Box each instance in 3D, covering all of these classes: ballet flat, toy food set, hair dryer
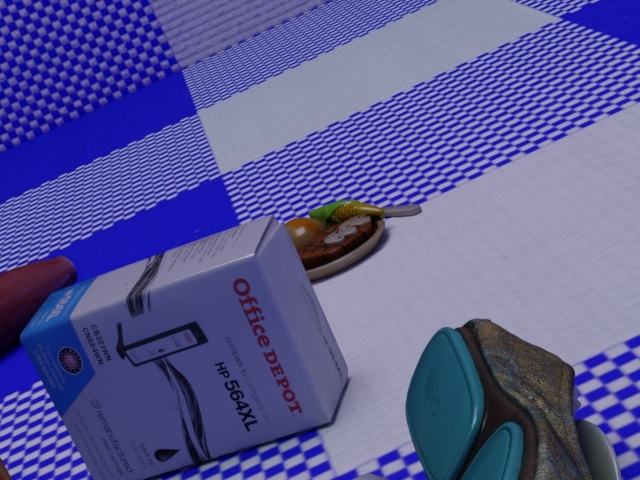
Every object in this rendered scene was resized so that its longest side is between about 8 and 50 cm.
[{"bbox_3d":[0.110,0.140,0.778,0.123,0.123,0.348,-22,16,9],"label":"ballet flat"},{"bbox_3d":[0.000,0.000,1.464,0.132,0.038,0.192,-6,25,47],"label":"toy food set"},{"bbox_3d":[-0.412,0.092,1.688,0.293,0.080,0.223,-25,16,-2],"label":"hair dryer"}]

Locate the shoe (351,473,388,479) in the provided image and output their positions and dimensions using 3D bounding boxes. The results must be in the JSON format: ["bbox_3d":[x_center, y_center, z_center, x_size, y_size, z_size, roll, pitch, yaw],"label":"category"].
[{"bbox_3d":[0.027,0.187,0.833,0.081,0.063,0.178,25,16,21],"label":"shoe"}]

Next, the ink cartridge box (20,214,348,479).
[{"bbox_3d":[-0.101,0.088,1.147,0.203,0.148,0.086,-20,16,17],"label":"ink cartridge box"}]

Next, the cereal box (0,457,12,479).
[{"bbox_3d":[-0.273,0.200,1.003,0.047,0.173,0.240,-20,18,13],"label":"cereal box"}]
